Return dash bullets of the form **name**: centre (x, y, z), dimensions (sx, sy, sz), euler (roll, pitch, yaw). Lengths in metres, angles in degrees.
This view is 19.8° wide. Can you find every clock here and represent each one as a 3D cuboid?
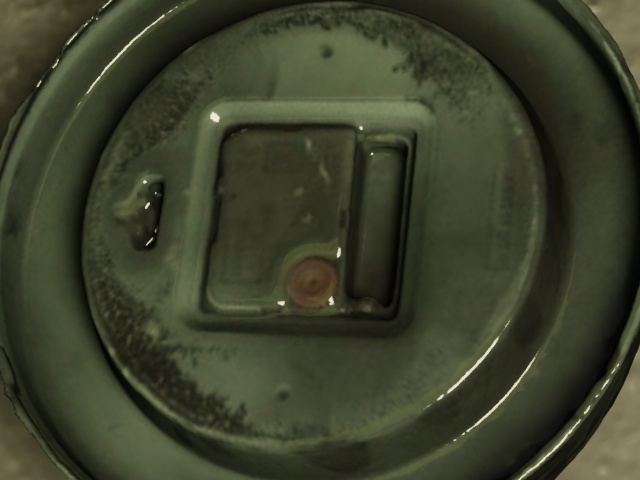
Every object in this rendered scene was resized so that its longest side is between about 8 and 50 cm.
- **clock**: centre (0.001, -0.001, 0.828), dimensions (0.312, 0.061, 0.313), euler (-5, 69, 13)
